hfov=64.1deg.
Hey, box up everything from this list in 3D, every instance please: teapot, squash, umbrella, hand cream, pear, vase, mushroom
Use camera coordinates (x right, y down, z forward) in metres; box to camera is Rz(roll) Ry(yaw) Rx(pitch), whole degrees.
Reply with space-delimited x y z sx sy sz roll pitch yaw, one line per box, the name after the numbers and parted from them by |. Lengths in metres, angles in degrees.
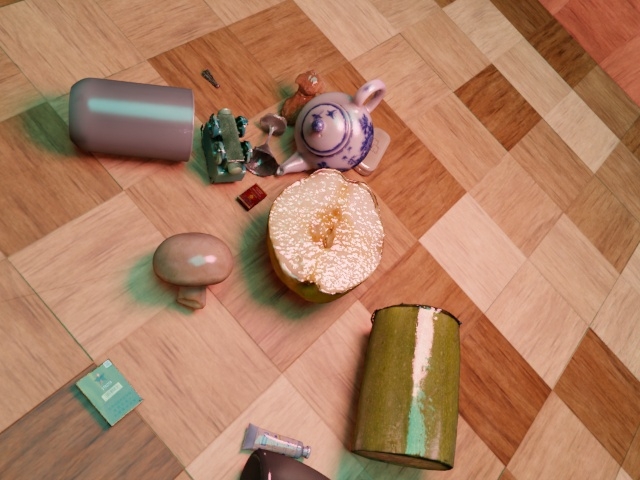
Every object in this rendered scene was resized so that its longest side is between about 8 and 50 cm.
0.034 -0.338 1.583 0.252 0.424 0.280 53 17 9 | teapot
0.237 0.390 1.366 0.263 0.263 0.384 20 60 -14 | squash
-0.358 -0.528 1.662 0.031 0.020 0.083 -39 92 -31 | umbrella
-0.108 0.514 1.288 0.171 0.043 0.065 19 60 -10 | hand cream
0.000 0.000 1.478 0.340 0.191 0.386 28 60 -6 | pear
-0.024 0.615 1.218 0.321 0.173 0.173 21 61 -22 | vase
-0.328 0.079 1.321 0.204 0.204 0.204 9 64 -20 | mushroom

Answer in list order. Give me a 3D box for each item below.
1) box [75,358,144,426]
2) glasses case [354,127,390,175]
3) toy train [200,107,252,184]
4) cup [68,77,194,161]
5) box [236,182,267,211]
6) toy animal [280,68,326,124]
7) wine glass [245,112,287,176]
-0.494 0.357 1.201 0.133 0.023 0.090 48 57 3 | box
0.178 -0.310 1.777 0.083 0.050 0.196 31 59 -5 | glasses case
-0.277 -0.272 1.495 0.112 0.163 0.203 -5 71 -26 | toy train
-0.510 -0.332 1.398 0.312 0.205 0.205 3 67 -22 | cup
-0.207 -0.131 1.545 0.051 0.023 0.082 45 58 2 | box
-0.068 -0.456 1.657 0.104 0.185 0.184 47 58 0 | toy animal
-0.165 -0.301 1.593 0.122 0.122 0.183 24 55 -12 | wine glass
